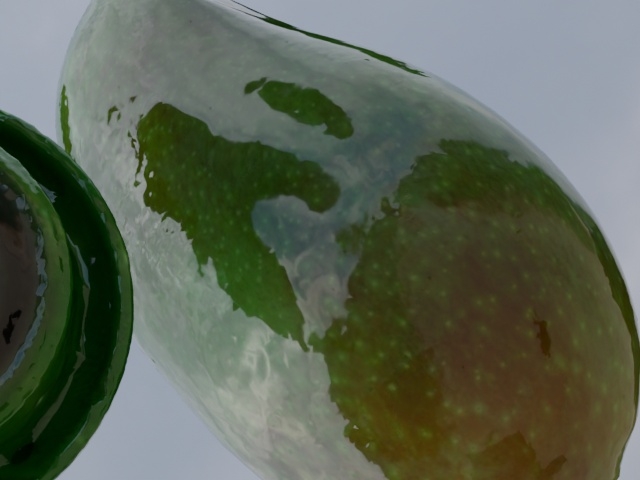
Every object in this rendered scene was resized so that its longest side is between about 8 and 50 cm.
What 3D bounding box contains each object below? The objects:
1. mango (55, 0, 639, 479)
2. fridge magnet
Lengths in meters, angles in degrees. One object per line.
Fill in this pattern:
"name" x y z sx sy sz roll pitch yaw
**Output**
"mango" 0.000 0.000 0.991 0.201 0.382 0.225 -34 -26 -25
"fridge magnet" -0.184 0.029 0.853 0.208 0.208 0.088 -53 -7 -18
